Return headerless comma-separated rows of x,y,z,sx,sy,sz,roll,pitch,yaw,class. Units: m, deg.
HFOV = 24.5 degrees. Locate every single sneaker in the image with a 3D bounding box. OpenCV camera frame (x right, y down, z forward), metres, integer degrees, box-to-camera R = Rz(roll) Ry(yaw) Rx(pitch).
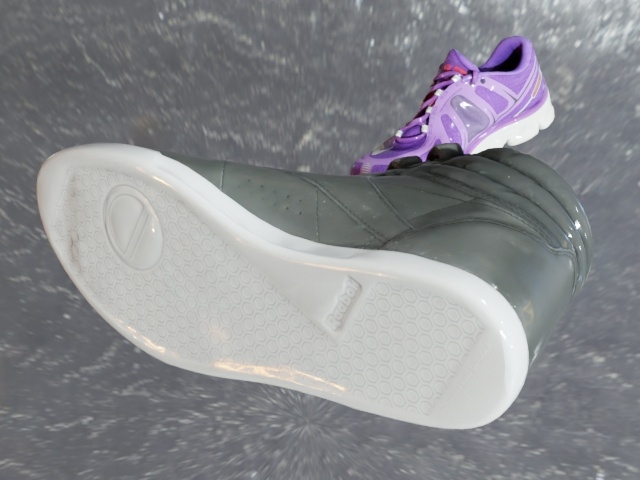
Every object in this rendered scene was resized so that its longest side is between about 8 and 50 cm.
0.076,-0.078,0.920,0.170,0.068,0.071,-36,125,-34,sneaker
0.000,0.000,0.736,0.295,0.147,0.105,16,119,32,sneaker
